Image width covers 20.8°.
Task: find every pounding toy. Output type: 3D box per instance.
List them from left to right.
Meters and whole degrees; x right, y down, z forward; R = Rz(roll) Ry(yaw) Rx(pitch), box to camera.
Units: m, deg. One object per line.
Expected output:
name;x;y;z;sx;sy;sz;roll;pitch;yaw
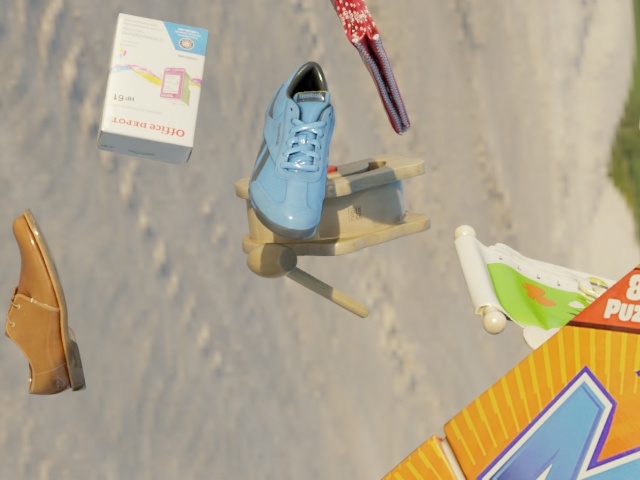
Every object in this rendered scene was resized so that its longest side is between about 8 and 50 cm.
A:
pounding toy;0.000;0.000;1.897;0.270;0.154;0.154;-16;104;-43

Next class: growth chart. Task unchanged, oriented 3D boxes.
growth chart;0.202;0.051;1.243;0.172;0.237;0.021;-115;-137;-59

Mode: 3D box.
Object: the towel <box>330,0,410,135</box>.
towel;0.010;-0.251;1.688;0.199;0.031;0.274;61;4;-64

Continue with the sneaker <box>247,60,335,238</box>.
sneaker;-0.022;-0.089;1.618;0.209;0.069;0.082;-86;-167;-50

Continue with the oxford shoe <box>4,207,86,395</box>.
oxford shoe;-0.314;0.071;1.906;0.076;0.076;0.212;-140;-141;-77

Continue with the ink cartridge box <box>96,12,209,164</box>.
ink cartridge box;-0.157;-0.141;1.633;0.052;0.089;0.122;129;-31;-70

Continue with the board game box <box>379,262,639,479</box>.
board game box;0.237;0.292;1.019;0.356;0.356;0.356;29;26;-44
